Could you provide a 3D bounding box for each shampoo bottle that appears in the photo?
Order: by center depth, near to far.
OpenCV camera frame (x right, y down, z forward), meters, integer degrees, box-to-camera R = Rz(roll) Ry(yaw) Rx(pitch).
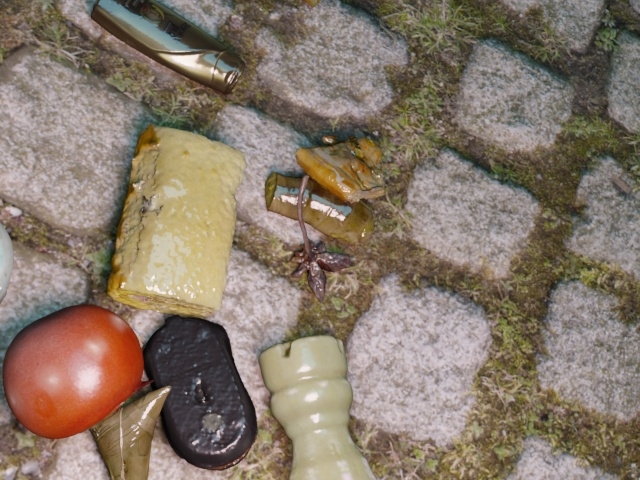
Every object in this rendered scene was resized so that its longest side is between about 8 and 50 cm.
[{"bbox_3d":[-0.337,-0.452,2.007,0.350,0.084,0.126,31,61,-10],"label":"shampoo bottle"}]

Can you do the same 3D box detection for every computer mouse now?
[{"bbox_3d":[-0.237,0.301,1.763,0.183,0.116,0.323,-17,67,-15],"label":"computer mouse"}]

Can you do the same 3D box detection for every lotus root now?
[{"bbox_3d":[-0.391,0.192,1.788,0.083,0.030,0.037,29,66,-7],"label":"lotus root"}]

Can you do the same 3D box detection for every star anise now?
[{"bbox_3d":[0.000,0.000,1.906,0.148,0.227,0.219,-11,72,-5],"label":"star anise"}]

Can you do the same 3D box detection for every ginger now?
[{"bbox_3d":[0.001,-0.079,2.002,0.263,0.116,0.109,19,25,-10],"label":"ginger"}]

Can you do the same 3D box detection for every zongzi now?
[{"bbox_3d":[-0.326,0.390,1.685,0.178,0.081,0.189,-26,82,7],"label":"zongzi"}]

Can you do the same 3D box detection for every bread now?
[{"bbox_3d":[-0.297,-0.042,1.834,0.236,0.165,0.375,17,66,-20],"label":"bread"}]

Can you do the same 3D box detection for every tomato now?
[{"bbox_3d":[-0.449,0.238,1.626,0.255,0.256,0.224,-29,102,-27],"label":"tomato"}]

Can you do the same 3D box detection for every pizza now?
[{"bbox_3d":[0.079,-0.174,2.022,0.189,0.071,0.297,45,32,17],"label":"pizza"}]

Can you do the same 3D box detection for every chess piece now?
[{"bbox_3d":[0.004,0.418,1.772,0.234,0.234,0.442,-6,71,-24],"label":"chess piece"}]

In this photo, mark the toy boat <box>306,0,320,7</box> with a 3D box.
[{"bbox_3d":[-0.037,-0.665,2.216,0.066,0.065,0.172,0,73,-42],"label":"toy boat"}]

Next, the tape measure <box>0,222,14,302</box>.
[{"bbox_3d":[-0.696,0.033,1.670,0.243,0.125,0.246,-31,84,-27],"label":"tape measure"}]
